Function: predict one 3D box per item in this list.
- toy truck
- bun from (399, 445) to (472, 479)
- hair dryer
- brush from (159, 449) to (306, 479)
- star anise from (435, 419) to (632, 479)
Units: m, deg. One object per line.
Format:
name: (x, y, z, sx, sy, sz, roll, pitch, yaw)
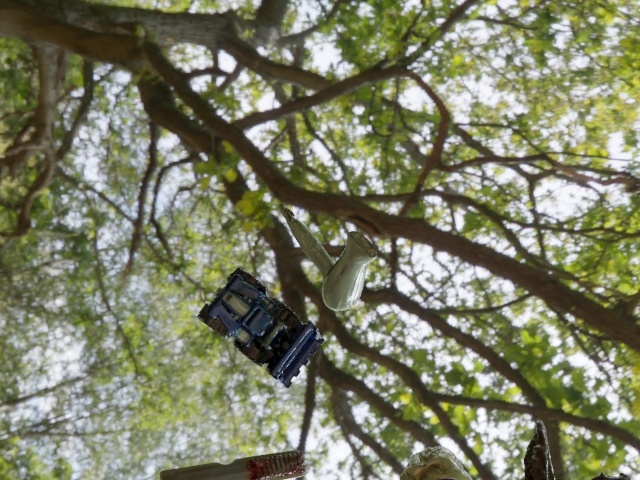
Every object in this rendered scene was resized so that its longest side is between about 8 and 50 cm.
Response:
toy truck: (-0.088, 0.147, 1.123, 0.208, 0.113, 0.126, 41, -12, -15)
bun: (0.214, 0.509, 1.330, 0.145, 0.229, 0.229, 21, -60, 4)
hair dryer: (0.000, 0.000, 1.258, 0.237, 0.075, 0.206, 47, -30, 20)
brush: (-0.172, 0.485, 1.417, 0.050, 0.321, 0.060, -36, -121, 54)
star anise: (0.203, 0.282, 0.596, 0.288, 0.288, 0.088, 10, -47, 46)
